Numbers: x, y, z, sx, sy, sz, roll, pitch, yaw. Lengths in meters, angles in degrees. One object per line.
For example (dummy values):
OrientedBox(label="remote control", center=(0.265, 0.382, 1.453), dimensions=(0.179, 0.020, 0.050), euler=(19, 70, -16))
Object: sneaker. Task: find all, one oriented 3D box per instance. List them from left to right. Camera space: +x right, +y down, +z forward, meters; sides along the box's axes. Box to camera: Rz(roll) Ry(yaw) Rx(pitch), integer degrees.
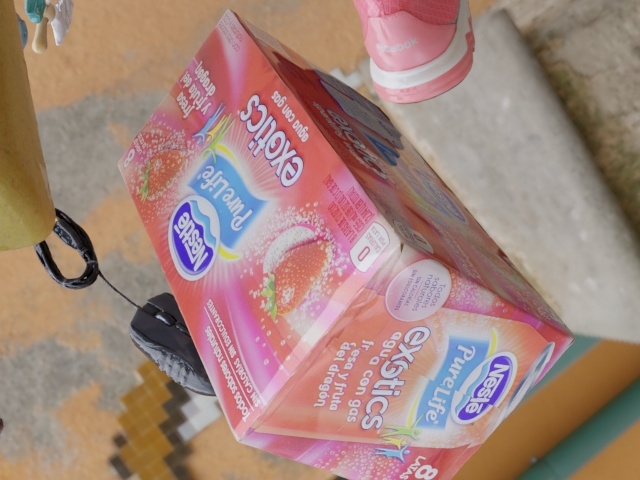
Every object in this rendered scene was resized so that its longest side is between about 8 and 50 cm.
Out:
OrientedBox(label="sneaker", center=(0.088, -0.275, 1.048), dimensions=(0.136, 0.115, 0.314), euler=(59, -152, -46))

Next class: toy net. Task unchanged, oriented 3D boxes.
OrientedBox(label="toy net", center=(-0.324, -0.265, 1.279), dimensions=(0.232, 0.045, 0.122), euler=(-78, -11, -73))

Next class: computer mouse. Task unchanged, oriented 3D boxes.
OrientedBox(label="computer mouse", center=(-0.163, 0.049, 1.024), dimensions=(0.242, 0.071, 0.041), euler=(38, 151, 4))

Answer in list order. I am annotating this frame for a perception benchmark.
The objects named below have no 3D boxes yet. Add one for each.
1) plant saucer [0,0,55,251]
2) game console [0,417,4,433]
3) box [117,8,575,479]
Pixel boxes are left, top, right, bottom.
OrientedBox(label="plant saucer", center=(-0.351, -0.141, 0.707), dimensions=(0.081, 0.332, 0.333), euler=(146, 113, -68))
OrientedBox(label="game console", center=(-0.371, 0.179, 0.654), dimensions=(0.250, 0.293, 0.173), euler=(34, -149, -29))
OrientedBox(label="box", center=(0.000, 0.000, 0.730), dimensions=(0.154, 0.142, 0.300), euler=(27, -161, -36))
